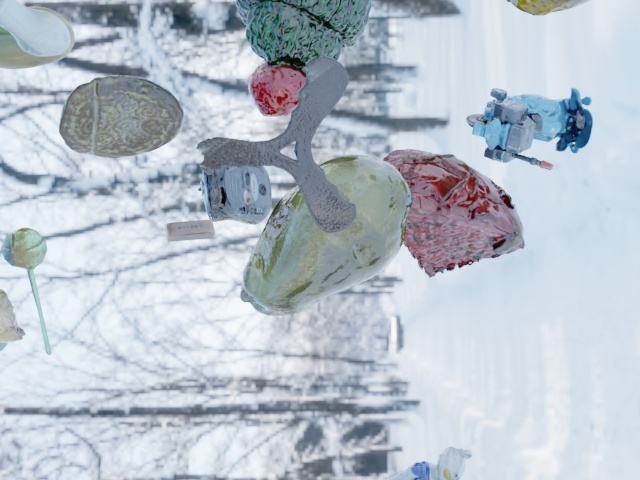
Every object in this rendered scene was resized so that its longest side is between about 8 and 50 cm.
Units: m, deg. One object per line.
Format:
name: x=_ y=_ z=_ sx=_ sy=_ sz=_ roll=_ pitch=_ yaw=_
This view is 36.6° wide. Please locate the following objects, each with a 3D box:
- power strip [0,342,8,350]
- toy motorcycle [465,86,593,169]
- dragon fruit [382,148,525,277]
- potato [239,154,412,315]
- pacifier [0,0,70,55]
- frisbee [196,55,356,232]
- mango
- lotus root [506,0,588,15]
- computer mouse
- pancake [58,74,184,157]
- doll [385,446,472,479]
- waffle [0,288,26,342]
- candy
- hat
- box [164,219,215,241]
power strip: x=-0.875 y=0.267 z=2.635 sx=0.035 sy=0.055 sz=0.083 roll=36 pitch=97 yaw=47
toy motorcycle: x=0.383 y=-0.211 z=1.738 sx=0.272 sy=0.182 sz=0.124 roll=-25 pitch=-48 yaw=-47
dragon fruit: x=0.215 y=-0.046 z=1.822 sx=0.330 sy=0.302 sz=0.240 roll=12 pitch=-86 yaw=-49
potato: x=0.002 y=0.002 z=1.628 sx=0.202 sy=0.351 sz=0.218 roll=50 pitch=-169 yaw=-1
pacifier: x=-0.488 y=-0.368 z=1.547 sx=0.207 sy=0.227 sz=0.279 roll=38 pitch=-151 yaw=-34
frisbee: x=-0.050 y=-0.108 z=1.121 sx=0.012 sy=0.187 sz=0.211 roll=-96 pitch=6 yaw=-70
mango: x=-0.562 y=-0.366 z=1.763 sx=0.137 sy=0.237 sz=0.091 roll=-42 pitch=65 yaw=52
lotus root: x=0.371 y=-0.450 z=1.383 sx=0.291 sy=0.193 sz=0.193 roll=-57 pitch=20 yaw=37
computer mouse: x=-0.179 y=-0.101 z=1.926 sx=0.233 sy=0.096 sz=0.137 roll=11 pitch=-111 yaw=-65
pancake: x=-0.384 y=-0.232 z=1.876 sx=0.250 sy=0.250 sz=0.031 roll=85 pitch=171 yaw=-60
doll: x=0.172 y=0.407 z=1.605 sx=0.227 sy=0.114 sz=0.057 roll=-53 pitch=19 yaw=33
waffle: x=-0.629 y=0.015 z=1.675 sx=0.348 sy=0.077 sz=0.304 roll=58 pitch=159 yaw=6
candy: x=-0.408 y=0.076 z=1.382 sx=0.061 sy=0.061 sz=0.203 roll=-85 pitch=-9 yaw=-65
hat: x=-0.052 y=-0.402 z=1.885 sx=0.242 sy=0.274 sz=0.332 roll=-172 pitch=98 yaw=-71
box: x=-0.307 y=-0.024 z=2.282 sx=0.025 sy=0.115 sz=0.048 roll=103 pitch=156 yaw=-44
